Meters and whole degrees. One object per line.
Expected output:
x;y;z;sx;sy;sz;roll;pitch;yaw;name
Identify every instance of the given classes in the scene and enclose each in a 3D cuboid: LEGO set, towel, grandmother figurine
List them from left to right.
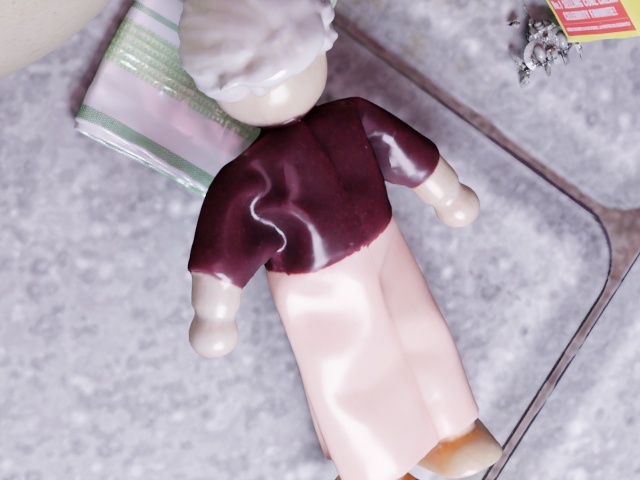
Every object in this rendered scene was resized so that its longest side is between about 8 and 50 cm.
-0.064;-0.108;1.146;0.113;0.023;0.152;28;89;-24;towel
0.000;0.000;1.139;0.208;0.104;0.342;-35;116;-39;grandmother figurine
0.145;-0.134;1.219;0.054;0.023;0.083;2;99;-21;LEGO set

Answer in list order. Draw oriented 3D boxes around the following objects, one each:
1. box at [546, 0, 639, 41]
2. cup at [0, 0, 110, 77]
0.131;-0.229;1.153;0.058;0.087;0.232;-39;109;-19;box
-0.202;-0.220;0.957;0.331;0.237;0.331;-4;102;-19;cup
